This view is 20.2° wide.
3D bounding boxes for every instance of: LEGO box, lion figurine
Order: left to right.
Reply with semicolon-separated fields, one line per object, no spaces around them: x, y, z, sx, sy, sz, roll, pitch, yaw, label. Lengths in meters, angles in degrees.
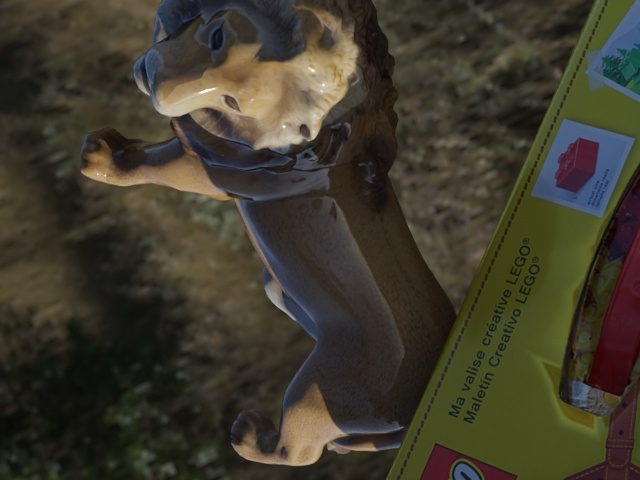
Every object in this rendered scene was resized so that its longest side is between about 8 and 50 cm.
0.000;0.000;1.037;0.240;0.142;0.392;4;136;47;lion figurine
0.254;0.069;1.103;0.193;0.500;0.372;19;170;32;LEGO box
